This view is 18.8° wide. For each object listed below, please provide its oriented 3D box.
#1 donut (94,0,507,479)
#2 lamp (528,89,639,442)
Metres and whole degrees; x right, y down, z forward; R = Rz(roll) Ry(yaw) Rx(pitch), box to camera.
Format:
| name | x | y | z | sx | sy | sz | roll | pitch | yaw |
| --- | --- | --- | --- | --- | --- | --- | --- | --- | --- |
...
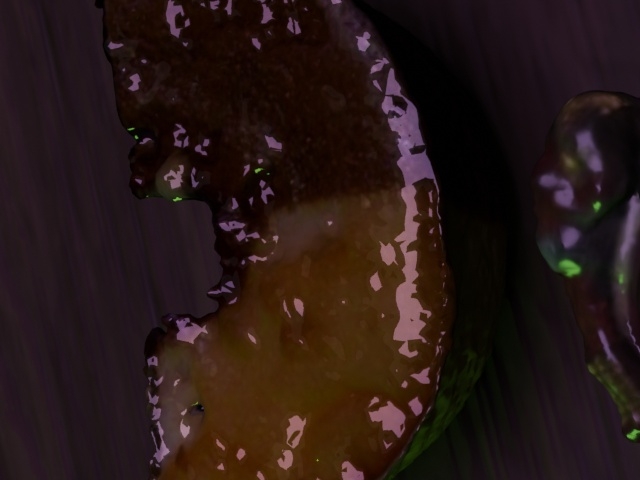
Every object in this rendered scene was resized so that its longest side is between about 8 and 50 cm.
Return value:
| name | x | y | z | sx | sy | sz | roll | pitch | yaw |
| --- | --- | --- | --- | --- | --- | --- | --- | --- | --- |
| donut | 0.000 | 0.002 | 0.660 | 0.141 | 0.085 | 0.217 | -4 | 88 | 33 |
| lamp | 0.179 | -0.017 | 0.518 | 0.223 | 0.151 | 0.215 | 17 | 110 | -11 |
